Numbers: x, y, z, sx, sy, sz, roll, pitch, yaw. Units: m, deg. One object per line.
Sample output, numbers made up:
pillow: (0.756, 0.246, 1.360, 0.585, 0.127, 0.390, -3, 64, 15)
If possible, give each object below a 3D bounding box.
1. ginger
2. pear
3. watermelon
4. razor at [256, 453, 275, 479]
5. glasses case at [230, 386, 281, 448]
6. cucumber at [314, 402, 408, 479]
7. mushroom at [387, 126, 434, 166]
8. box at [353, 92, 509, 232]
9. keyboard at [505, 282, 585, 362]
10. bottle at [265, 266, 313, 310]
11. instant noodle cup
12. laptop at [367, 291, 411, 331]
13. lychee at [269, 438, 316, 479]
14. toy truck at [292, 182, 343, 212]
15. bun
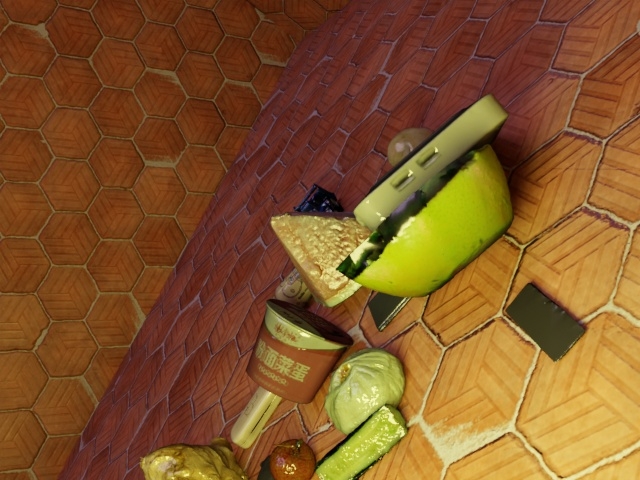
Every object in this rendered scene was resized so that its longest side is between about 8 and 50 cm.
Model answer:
ginger: (-0.257, 0.536, 1.756, 0.236, 0.375, 0.166, -3, 90, 27)
pear: (0.237, -0.009, 1.488, 0.399, 0.165, 0.399, -40, -7, -6)
watermelon: (0.019, 0.016, 1.947, 0.283, 0.292, 0.250, -59, -8, -6)
razor: (-0.111, 0.552, 1.672, 0.090, 0.054, 0.148, -34, 30, 36)
glasses case: (-0.165, 0.450, 1.944, 0.196, 0.050, 0.083, -57, 19, -3)
cucumber: (0.084, 0.406, 1.457, 0.211, 0.078, 0.062, -46, -9, 16)
mushroom: (0.251, -0.242, 1.982, 0.148, 0.112, 0.148, -11, 51, 14)
box: (0.236, -0.154, 1.631, 0.373, 0.090, 0.367, -40, -7, 5)
keyboard: (0.383, 0.138, 1.276, 0.074, 0.015, 0.196, -56, 20, 10)
bottle: (-0.072, 0.146, 2.133, 0.209, 0.097, 0.110, -49, -10, 17)
instant noodle cup: (-0.060, 0.268, 1.771, 0.179, 0.234, 0.235, -65, 21, 5)
laptop: (0.181, 0.119, 1.734, 0.180, 0.016, 0.129, -49, 22, 14)
lychee: (-0.059, 0.478, 1.590, 0.114, 0.101, 0.140, -21, -19, -39)
toy truck: (-0.007, -0.088, 2.290, 0.113, 0.126, 0.208, -49, 21, 16)
bun: (0.081, 0.307, 1.537, 0.195, 0.118, 0.195, -48, 24, 29)
